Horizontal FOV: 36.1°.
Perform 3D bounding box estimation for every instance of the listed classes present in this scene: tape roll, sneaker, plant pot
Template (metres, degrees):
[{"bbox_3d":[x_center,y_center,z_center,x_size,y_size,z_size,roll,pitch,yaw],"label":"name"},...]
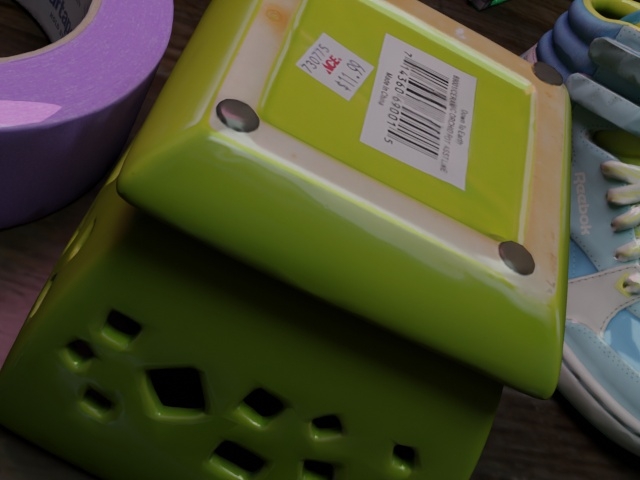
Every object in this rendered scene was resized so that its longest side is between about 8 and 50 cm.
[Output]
[{"bbox_3d":[-0.227,-0.137,0.555,0.274,0.090,0.275,17,47,-19],"label":"tape roll"},{"bbox_3d":[0.211,-0.030,0.644,0.127,0.208,0.319,-3,57,-34],"label":"sneaker"},{"bbox_3d":[0.000,0.000,0.492,0.227,0.207,0.228,26,43,-9],"label":"plant pot"}]

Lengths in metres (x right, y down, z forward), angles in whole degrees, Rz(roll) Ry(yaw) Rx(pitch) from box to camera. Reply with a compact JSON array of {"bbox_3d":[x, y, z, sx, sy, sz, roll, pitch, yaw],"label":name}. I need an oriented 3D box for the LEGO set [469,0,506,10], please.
[{"bbox_3d":[0.200,-0.380,0.945,0.331,0.192,0.255,-18,64,-40],"label":"LEGO set"}]
